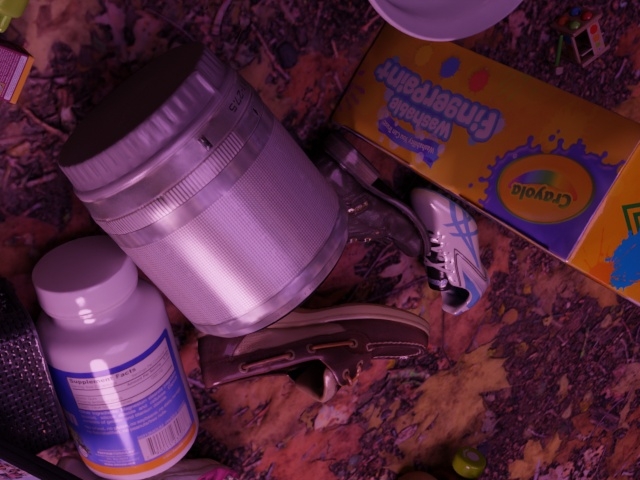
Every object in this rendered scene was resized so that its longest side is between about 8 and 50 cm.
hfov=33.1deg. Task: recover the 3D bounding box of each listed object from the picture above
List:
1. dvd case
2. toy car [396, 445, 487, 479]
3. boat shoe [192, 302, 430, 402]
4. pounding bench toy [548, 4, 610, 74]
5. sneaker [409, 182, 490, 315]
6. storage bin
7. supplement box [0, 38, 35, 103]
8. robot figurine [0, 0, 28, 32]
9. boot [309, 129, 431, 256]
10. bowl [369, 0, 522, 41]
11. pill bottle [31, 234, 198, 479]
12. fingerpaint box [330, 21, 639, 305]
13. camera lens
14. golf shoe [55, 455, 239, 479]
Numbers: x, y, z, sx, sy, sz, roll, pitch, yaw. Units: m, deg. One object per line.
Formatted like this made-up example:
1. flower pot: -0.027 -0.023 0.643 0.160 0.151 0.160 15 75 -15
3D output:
1. dvd case: -0.387 0.269 1.202 0.180 0.253 0.022 43 46 -40
2. toy car: 0.166 0.419 1.694 0.188 0.149 0.155 8 121 -24
3. boat shoe: -0.003 0.153 1.412 0.342 0.123 0.123 6 67 -32
4. pounding bench toy: 0.345 -0.276 1.483 0.083 0.052 0.065 -37 129 -11
5. sneaker: 0.176 0.015 1.501 0.086 0.085 0.237 -53 137 -25
6. storage bin: -0.357 0.148 1.206 0.084 0.122 0.180 -21 124 -23
7. supplement box: -0.342 -0.180 1.090 0.083 0.043 0.055 19 103 -39
8. robot figurine: -0.309 -0.264 1.051 0.115 0.067 0.101 -62 157 9
9. boot: 0.000 0.000 1.397 0.229 0.091 0.263 -44 126 2
10. bowl: 0.127 -0.387 1.228 0.298 0.134 0.297 -15 121 -27
11. pill bottle: -0.243 0.135 1.255 0.152 0.152 0.272 -25 125 -20
12. fingerpaint box: 0.287 -0.072 1.300 0.371 0.445 0.163 25 98 -39
13. camera lens: -0.118 -0.048 1.169 0.219 0.219 0.274 -43 115 -6
14. golf shoe: -0.221 0.316 1.400 0.115 0.140 0.306 -60 152 9
